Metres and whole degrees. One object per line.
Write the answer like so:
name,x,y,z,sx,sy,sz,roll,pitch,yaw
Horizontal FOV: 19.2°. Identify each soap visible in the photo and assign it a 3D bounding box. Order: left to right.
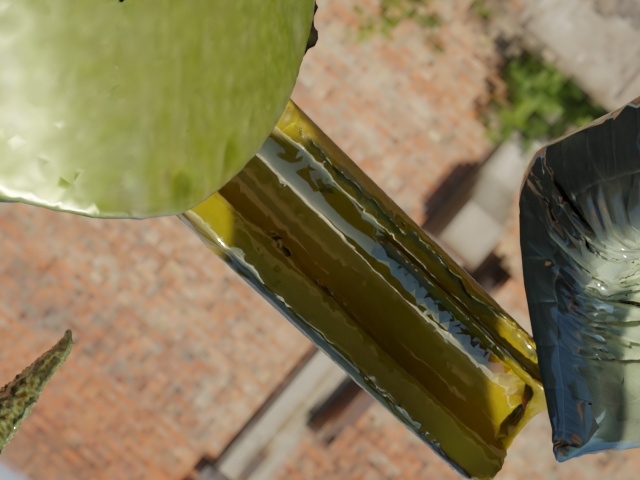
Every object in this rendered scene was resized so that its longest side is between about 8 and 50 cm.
soap,0.000,0.000,1.181,0.324,0.096,0.204,43,180,-23

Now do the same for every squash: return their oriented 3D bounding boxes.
squash,-0.105,-0.126,0.578,0.237,0.155,0.204,-3,-141,-25

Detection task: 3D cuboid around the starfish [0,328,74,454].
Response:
starfish,-0.325,0.210,1.423,0.078,0.347,0.358,31,-140,-29

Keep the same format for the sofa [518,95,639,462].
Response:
sofa,0.239,0.011,1.007,0.210,0.176,0.225,-3,169,-27
